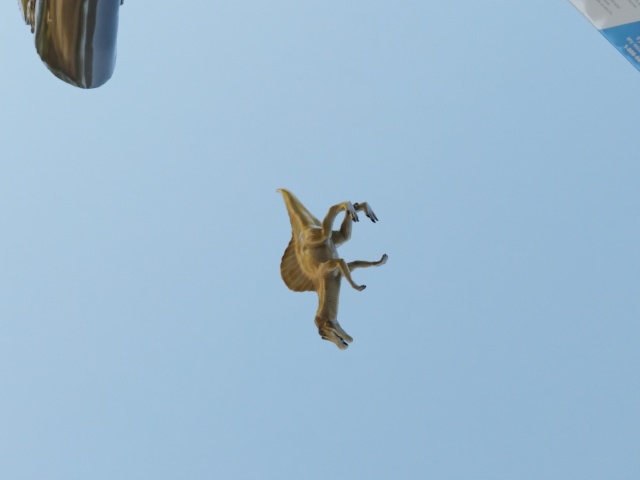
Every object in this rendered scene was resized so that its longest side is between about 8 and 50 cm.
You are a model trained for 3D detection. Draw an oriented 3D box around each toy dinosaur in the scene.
[{"bbox_3d":[0.000,0.000,1.162,0.092,0.053,0.183,-34,-125,21],"label":"toy dinosaur"}]

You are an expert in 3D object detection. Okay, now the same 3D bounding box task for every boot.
[{"bbox_3d":[-0.253,-0.347,1.530,0.445,0.146,0.367,114,-28,-42],"label":"boot"}]

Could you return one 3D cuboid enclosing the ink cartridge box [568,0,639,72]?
[{"bbox_3d":[0.303,-0.286,1.127,0.232,0.171,0.168,-38,-148,24],"label":"ink cartridge box"}]
